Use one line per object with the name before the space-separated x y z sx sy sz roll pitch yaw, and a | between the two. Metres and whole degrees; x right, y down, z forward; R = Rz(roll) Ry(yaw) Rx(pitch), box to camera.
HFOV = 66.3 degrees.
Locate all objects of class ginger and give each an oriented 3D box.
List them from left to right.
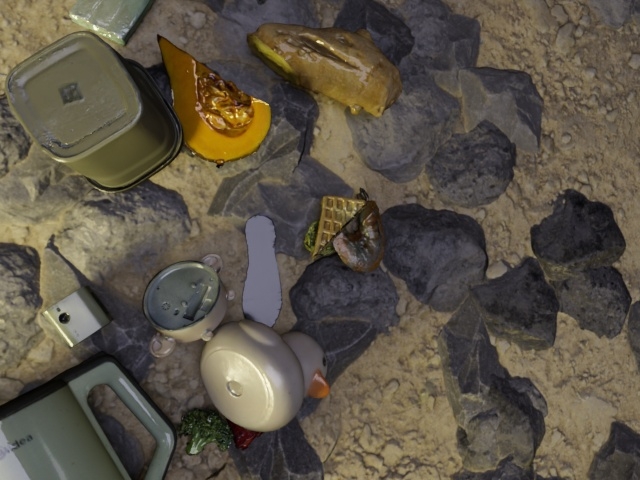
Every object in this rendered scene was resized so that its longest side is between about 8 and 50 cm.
ginger | 0.015 -0.379 1.047 0.354 0.126 0.189 9 89 -17

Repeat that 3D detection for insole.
insole | -0.124 0.072 1.041 0.086 0.005 0.253 0 87 -17

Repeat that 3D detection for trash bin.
trash bin | -0.378 -0.214 0.841 0.219 0.250 0.219 -35 95 -4

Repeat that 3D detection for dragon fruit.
dragon fruit | -0.127 0.358 0.990 0.131 0.063 0.097 -27 94 -16

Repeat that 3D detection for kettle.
kettle | -0.411 0.422 0.835 0.361 0.250 0.376 -29 92 -36

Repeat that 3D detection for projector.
projector | -0.444 0.140 0.904 0.083 0.083 0.082 -36 96 -16

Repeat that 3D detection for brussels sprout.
brussels sprout | 0.000 0.000 1.055 0.085 0.058 0.085 9 70 -25

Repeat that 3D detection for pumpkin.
pumpkin | -0.235 -0.261 0.994 0.279 0.111 0.163 33 97 -3

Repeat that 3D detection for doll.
doll | -0.099 0.244 0.957 0.251 0.221 0.221 22 79 19

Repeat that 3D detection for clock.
clock | -0.254 0.113 0.928 0.156 0.063 0.229 16 60 21

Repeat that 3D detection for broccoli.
broccoli | -0.224 0.374 0.950 0.097 0.095 0.092 33 65 -19

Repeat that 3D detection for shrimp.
shrimp | 0.086 -0.023 1.067 0.133 0.052 0.187 8 73 -35

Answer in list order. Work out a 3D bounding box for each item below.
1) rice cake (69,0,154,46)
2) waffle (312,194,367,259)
rice cake | -0.394 -0.504 0.985 0.124 0.038 0.211 25 80 -12
waffle | 0.039 -0.023 1.018 0.098 0.023 0.152 11 67 -1
